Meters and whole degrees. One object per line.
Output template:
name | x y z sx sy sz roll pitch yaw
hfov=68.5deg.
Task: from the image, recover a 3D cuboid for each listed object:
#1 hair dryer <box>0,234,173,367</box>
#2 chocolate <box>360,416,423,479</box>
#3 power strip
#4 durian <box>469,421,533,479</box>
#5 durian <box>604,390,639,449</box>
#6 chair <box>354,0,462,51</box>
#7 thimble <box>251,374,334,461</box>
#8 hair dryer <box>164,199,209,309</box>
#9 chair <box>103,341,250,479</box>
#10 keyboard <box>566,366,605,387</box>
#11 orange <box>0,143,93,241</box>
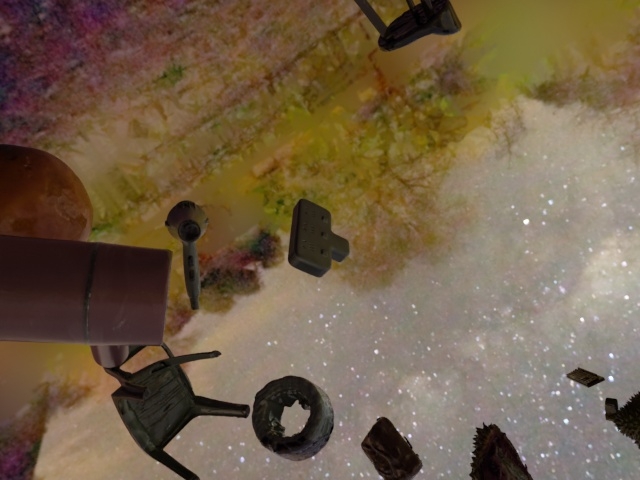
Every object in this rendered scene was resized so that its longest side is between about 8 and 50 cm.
hair dryer | -0.329 0.119 0.663 0.210 0.126 0.352 6 148 -18
chocolate | 0.226 0.714 1.573 0.093 0.214 0.149 -11 136 -44
power strip | 0.000 -0.001 1.444 0.059 0.193 0.265 -48 -152 37
durian | 0.330 0.463 0.909 0.108 0.187 0.119 -12 144 -28
durian | 0.801 0.433 1.109 0.159 0.198 0.146 113 -6 -45
chair | 0.062 -0.296 0.510 0.095 0.221 0.104 -36 -149 15
thimble | -0.083 0.507 1.362 0.237 0.150 0.238 -10 -125 15
hair dryer | -0.258 0.019 0.925 0.088 0.225 0.219 -5 170 -15
chair | -0.278 0.288 0.880 0.274 0.204 0.190 -6 -158 43
keyboard | 0.757 0.390 1.348 0.055 0.017 0.166 -27 170 5
orange | -0.545 -0.049 0.842 0.246 0.246 0.246 -34 -172 5
